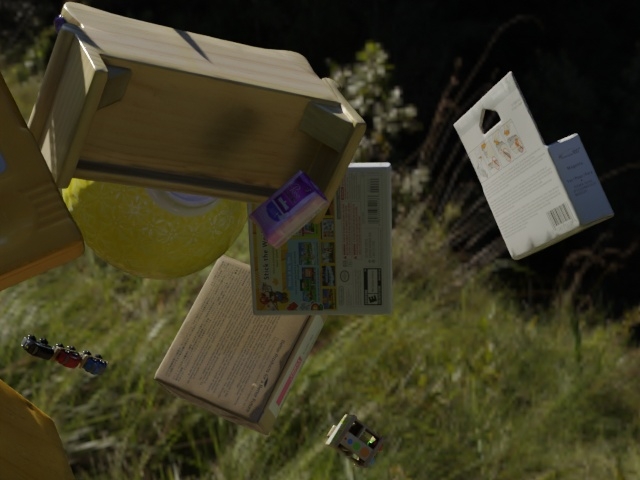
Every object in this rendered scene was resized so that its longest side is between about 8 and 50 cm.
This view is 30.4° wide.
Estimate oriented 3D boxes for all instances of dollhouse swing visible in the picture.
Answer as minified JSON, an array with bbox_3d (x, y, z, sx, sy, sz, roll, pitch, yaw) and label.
[{"bbox_3d":[-0.487,0.405,1.589,0.305,0.315,0.347,-37,43,2],"label":"dollhouse swing"}]

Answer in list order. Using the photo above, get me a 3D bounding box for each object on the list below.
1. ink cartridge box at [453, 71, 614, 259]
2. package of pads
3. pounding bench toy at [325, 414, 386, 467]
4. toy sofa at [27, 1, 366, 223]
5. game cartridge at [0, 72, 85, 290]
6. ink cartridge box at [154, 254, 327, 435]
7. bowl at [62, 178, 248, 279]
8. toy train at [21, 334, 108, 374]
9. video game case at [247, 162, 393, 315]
[{"bbox_3d":[0.307,-0.109,1.744,0.060,0.239,0.275,-21,-6,-14],"label":"ink cartridge box"},{"bbox_3d":[-0.036,-0.034,1.335,0.083,0.032,0.050,-41,53,5],"label":"package of pads"},{"bbox_3d":[0.049,0.291,1.700,0.052,0.065,0.083,-54,7,-15],"label":"pounding bench toy"},{"bbox_3d":[-0.147,-0.143,1.373,0.363,0.150,0.177,7,31,-34],"label":"toy sofa"},{"bbox_3d":[-0.418,-0.071,1.119,0.285,0.052,0.323,-25,69,-16],"label":"game cartridge"},{"bbox_3d":[-0.122,0.165,1.881,0.193,0.088,0.234,22,72,19],"label":"ink cartridge box"},{"bbox_3d":[-0.213,-0.092,1.705,0.289,0.289,0.156,-25,4,-27],"label":"bowl"},{"bbox_3d":[-0.382,0.176,1.783,0.158,0.027,0.036,25,13,-46],"label":"toy train"},{"bbox_3d":[0.000,0.000,1.699,0.206,0.227,0.026,-1,19,4],"label":"video game case"}]
